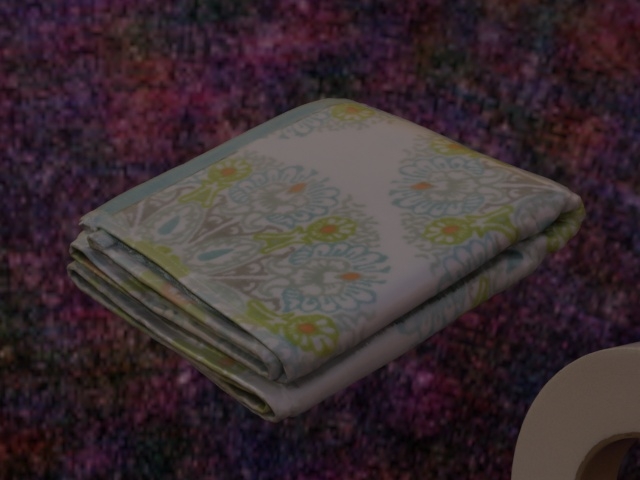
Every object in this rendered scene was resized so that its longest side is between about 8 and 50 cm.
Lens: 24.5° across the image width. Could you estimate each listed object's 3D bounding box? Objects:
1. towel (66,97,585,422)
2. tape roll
[{"bbox_3d":[0.000,0.000,1.343,0.374,0.090,0.320,-30,41,-31],"label":"towel"},{"bbox_3d":[0.360,0.298,1.537,0.072,0.392,0.392,-8,41,-38],"label":"tape roll"}]
